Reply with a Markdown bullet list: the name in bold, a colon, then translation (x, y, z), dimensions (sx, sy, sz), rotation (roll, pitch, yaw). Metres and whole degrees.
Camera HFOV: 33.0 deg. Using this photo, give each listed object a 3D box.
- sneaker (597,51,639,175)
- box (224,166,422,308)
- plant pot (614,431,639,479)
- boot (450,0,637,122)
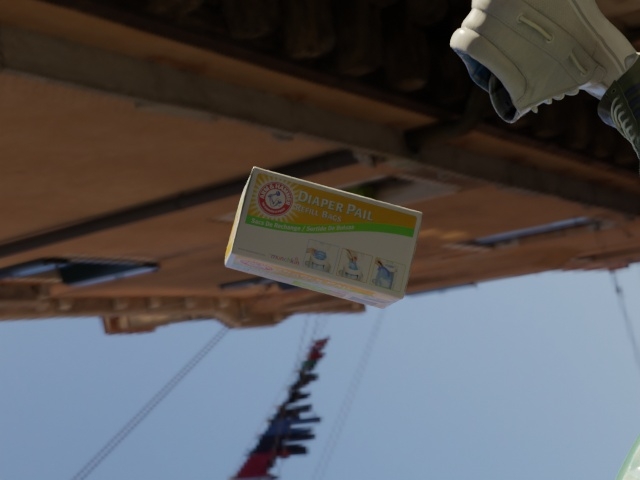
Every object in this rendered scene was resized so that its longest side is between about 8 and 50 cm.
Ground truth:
- **sneaker**: translation (0.267, -0.097, 0.880), dimensions (0.192, 0.086, 0.064), rotation (-59, -42, -39)
- **box**: translation (0.000, 0.000, 1.248), dimensions (0.203, 0.114, 0.103), rotation (15, -101, -5)
- **plant pot**: translation (0.341, 0.199, 0.725), dimensions (0.255, 0.272, 0.272), rotation (32, -141, 8)
- **boot**: translation (0.197, -0.158, 0.963), dimensions (0.123, 0.095, 0.258), rotation (-56, -40, 2)
